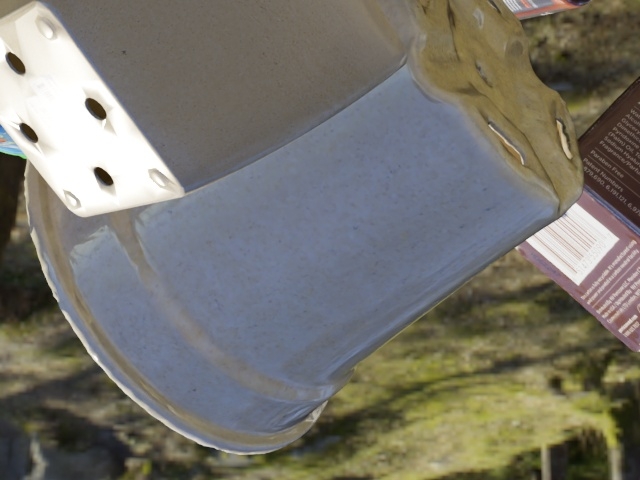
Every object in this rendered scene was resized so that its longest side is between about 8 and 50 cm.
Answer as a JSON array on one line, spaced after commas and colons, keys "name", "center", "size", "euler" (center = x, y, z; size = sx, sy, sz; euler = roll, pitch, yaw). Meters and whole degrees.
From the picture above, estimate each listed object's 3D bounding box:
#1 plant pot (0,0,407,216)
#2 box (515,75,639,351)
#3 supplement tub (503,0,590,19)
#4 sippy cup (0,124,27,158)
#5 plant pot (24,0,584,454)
[{"name": "plant pot", "center": [-0.058, -0.068, 0.386], "size": [0.109, 0.096, 0.109], "euler": [-7, 125, 50]}, {"name": "box", "center": [0.310, -0.042, 1.020], "size": [0.167, 0.203, 0.168], "euler": [42, 160, 12]}, {"name": "supplement tub", "center": [0.230, -0.315, 1.349], "size": [0.106, 0.106, 0.198], "euler": [14, 171, -38]}, {"name": "sippy cup", "center": [-0.403, -0.220, 1.438], "size": [0.240, 0.305, 0.224], "euler": [22, -173, -1]}, {"name": "plant pot", "center": [0.011, -0.053, 0.844], "size": [0.305, 0.333, 0.334], "euler": [-31, 149, 28]}]
